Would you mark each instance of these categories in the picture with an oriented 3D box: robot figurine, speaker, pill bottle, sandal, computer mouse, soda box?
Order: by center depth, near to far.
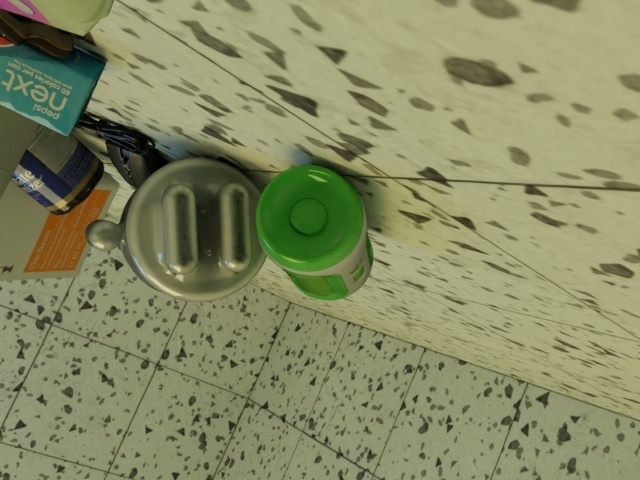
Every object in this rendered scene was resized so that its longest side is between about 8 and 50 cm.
[{"bbox_3d":[-0.261,-0.203,0.637,0.090,0.060,0.219,29,-174,3],"label":"sandal"},{"bbox_3d":[-0.333,-0.191,0.758,0.210,0.071,0.067,26,-156,-16],"label":"soda box"},{"bbox_3d":[0.000,0.000,0.937,0.131,0.131,0.296,22,172,10],"label":"speaker"},{"bbox_3d":[-0.192,-0.013,1.119,0.300,0.199,0.353,1,179,-19],"label":"robot figurine"},{"bbox_3d":[-0.470,-0.151,1.220,0.123,0.122,0.219,13,153,53],"label":"pill bottle"},{"bbox_3d":[-0.333,-0.136,1.221,0.184,0.060,0.262,22,171,6],"label":"computer mouse"}]

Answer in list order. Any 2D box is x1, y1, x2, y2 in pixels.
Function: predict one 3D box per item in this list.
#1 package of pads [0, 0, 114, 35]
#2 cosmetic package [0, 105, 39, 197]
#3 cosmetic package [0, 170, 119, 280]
[{"bbox_3d":[-0.234,-0.213,0.322,0.297,0.101,0.229,22,170,18],"label":"package of pads"},{"bbox_3d":[-0.478,-0.137,1.015,0.127,0.237,0.107,23,170,25],"label":"cosmetic package"},{"bbox_3d":[-0.606,-0.059,1.330,0.161,0.230,0.453,38,-160,26],"label":"cosmetic package"}]
